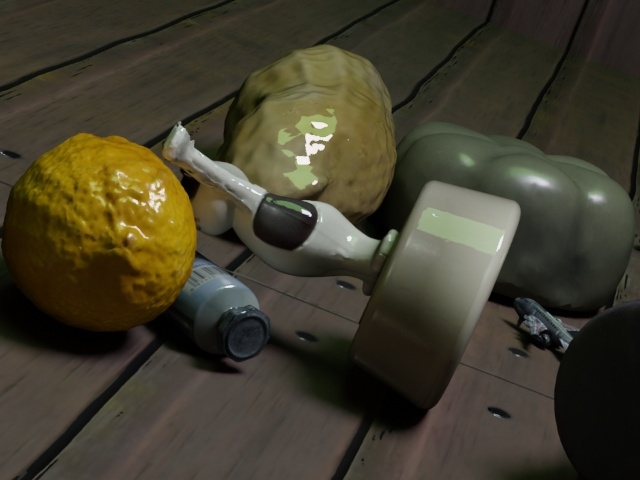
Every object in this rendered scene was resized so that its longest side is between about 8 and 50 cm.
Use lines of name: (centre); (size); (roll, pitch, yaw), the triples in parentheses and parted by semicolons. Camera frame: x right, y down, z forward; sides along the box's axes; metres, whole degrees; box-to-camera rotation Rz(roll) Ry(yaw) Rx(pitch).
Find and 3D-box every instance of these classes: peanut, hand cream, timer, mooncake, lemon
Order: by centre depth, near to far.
lemon: (-0.163, -0.007, 1.276); (0.142, 0.142, 0.187); (13, 13, -19)
timer: (0.000, 0.000, 1.348); (0.266, 0.175, 0.175); (24, 17, 3)
hand cream: (-0.125, 0.022, 1.386); (0.091, 0.058, 0.271); (-3, 23, -35)
peanut: (-0.006, -0.098, 1.713); (0.174, 0.158, 0.340); (29, 17, -11)
mooncake: (0.191, -0.034, 1.778); (0.275, 0.135, 0.275); (17, 13, -4)

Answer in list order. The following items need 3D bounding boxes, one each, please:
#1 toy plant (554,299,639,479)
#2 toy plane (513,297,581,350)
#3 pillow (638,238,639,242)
toy plant: (0.360, 0.135, 1.340); (0.400, 0.185, 0.279); (5, 39, -46)
toy plane: (0.207, 0.079, 1.604); (0.083, 0.031, 0.078); (32, 21, 37)
pillow: (0.517, 0.045, 2.068); (0.256, 0.034, 0.189); (28, 16, 31)
